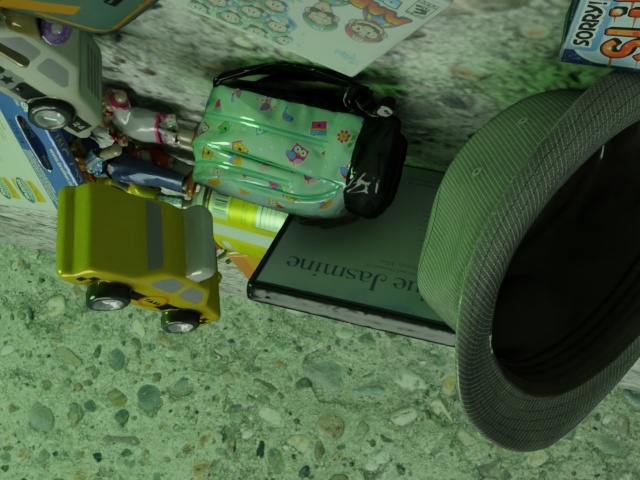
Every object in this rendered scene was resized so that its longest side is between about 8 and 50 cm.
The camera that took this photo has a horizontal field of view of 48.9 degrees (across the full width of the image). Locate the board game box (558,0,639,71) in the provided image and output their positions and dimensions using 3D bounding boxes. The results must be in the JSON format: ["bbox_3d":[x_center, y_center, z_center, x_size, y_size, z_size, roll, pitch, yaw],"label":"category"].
[{"bbox_3d":[0.194,-0.133,0.311,0.136,0.035,0.201,11,168,12],"label":"board game box"}]

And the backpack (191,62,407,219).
[{"bbox_3d":[-0.023,-0.080,0.620,0.182,0.115,0.152,15,172,11],"label":"backpack"}]

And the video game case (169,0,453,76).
[{"bbox_3d":[-0.016,-0.162,0.457,0.157,0.019,0.143,18,168,-20],"label":"video game case"}]

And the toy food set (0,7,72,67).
[{"bbox_3d":[-0.182,-0.165,0.443,0.078,0.122,0.019,32,136,-22],"label":"toy food set"}]

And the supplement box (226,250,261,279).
[{"bbox_3d":[0.000,0.000,0.918,0.233,0.080,0.078,-3,145,24],"label":"supplement box"}]

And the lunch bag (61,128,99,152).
[{"bbox_3d":[-0.353,-0.120,0.927,0.098,0.067,0.065,10,168,23],"label":"lunch bag"}]

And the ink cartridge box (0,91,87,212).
[{"bbox_3d":[-0.372,-0.125,0.739,0.311,0.065,0.186,10,135,28],"label":"ink cartridge box"}]

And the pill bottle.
[{"bbox_3d":[-0.031,-0.027,0.822,0.215,0.117,0.117,15,170,30],"label":"pill bottle"}]

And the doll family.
[{"bbox_3d":[-0.224,-0.081,0.833,0.163,0.118,0.263,15,169,-3],"label":"doll family"}]

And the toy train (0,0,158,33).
[{"bbox_3d":[-0.108,-0.166,0.275,0.190,0.142,0.334,11,172,-33],"label":"toy train"}]

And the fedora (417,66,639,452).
[{"bbox_3d":[0.160,-0.003,0.504,0.244,0.275,0.124,32,-177,-40],"label":"fedora"}]

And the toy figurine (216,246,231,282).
[{"bbox_3d":[-0.289,-0.018,1.300,0.217,0.191,0.362,43,180,10],"label":"toy figurine"}]

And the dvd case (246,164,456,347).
[{"bbox_3d":[0.057,-0.007,0.666,0.180,0.253,0.022,12,126,11],"label":"dvd case"}]

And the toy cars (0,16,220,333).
[{"bbox_3d":[-0.175,-0.075,0.570,0.087,0.176,0.393,-19,113,22],"label":"toy cars"}]
